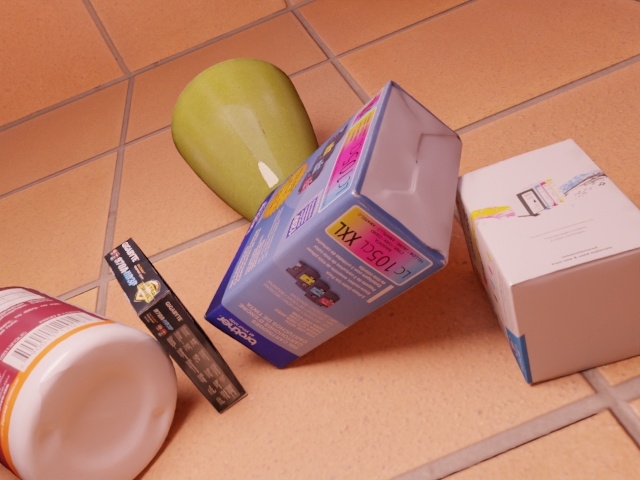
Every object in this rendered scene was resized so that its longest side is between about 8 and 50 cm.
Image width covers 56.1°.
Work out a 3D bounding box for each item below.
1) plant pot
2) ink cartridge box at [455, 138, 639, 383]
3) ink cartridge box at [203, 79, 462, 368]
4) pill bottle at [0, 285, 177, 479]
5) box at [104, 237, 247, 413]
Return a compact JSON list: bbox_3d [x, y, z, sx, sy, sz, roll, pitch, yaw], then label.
[{"bbox_3d":[-0.111,-0.154,1.145,0.275,0.274,0.293,-27,51,-7],"label":"plant pot"},{"bbox_3d":[0.286,0.019,0.747,0.168,0.171,0.232,-18,35,7],"label":"ink cartridge box"},{"bbox_3d":[0.000,0.000,0.852,0.395,0.151,0.270,-41,20,40],"label":"ink cartridge box"},{"bbox_3d":[-0.411,0.191,0.857,0.392,0.224,0.224,10,47,38],"label":"pill bottle"},{"bbox_3d":[-0.203,0.118,0.841,0.051,0.220,0.175,-37,37,-13],"label":"box"}]
